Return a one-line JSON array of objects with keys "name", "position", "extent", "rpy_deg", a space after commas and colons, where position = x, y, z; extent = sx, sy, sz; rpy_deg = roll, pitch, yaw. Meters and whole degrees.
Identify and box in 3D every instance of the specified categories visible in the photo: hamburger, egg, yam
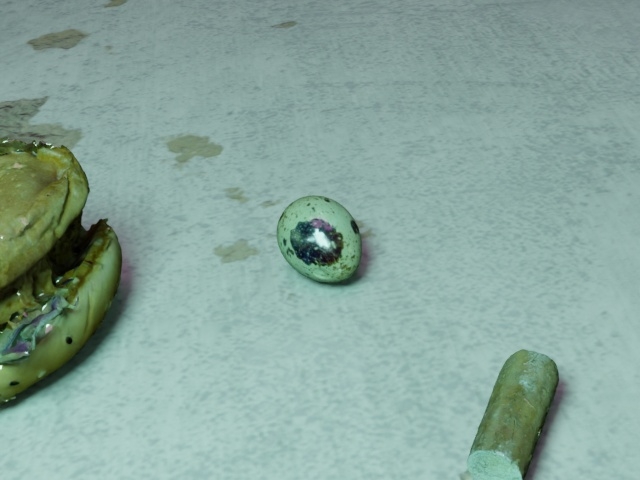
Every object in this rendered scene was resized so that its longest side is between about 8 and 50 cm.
[{"name": "hamburger", "position": [-0.375, 0.036, 0.995], "extent": [0.317, 0.195, 0.277], "rpy_deg": [0, 37, 14]}, {"name": "egg", "position": [0.000, 0.000, 1.080], "extent": [0.085, 0.085, 0.110], "rpy_deg": [-18, 45, -17]}, {"name": "yam", "position": [0.163, 0.152, 0.859], "extent": [0.054, 0.054, 0.132], "rpy_deg": [9, 38, 22]}]
